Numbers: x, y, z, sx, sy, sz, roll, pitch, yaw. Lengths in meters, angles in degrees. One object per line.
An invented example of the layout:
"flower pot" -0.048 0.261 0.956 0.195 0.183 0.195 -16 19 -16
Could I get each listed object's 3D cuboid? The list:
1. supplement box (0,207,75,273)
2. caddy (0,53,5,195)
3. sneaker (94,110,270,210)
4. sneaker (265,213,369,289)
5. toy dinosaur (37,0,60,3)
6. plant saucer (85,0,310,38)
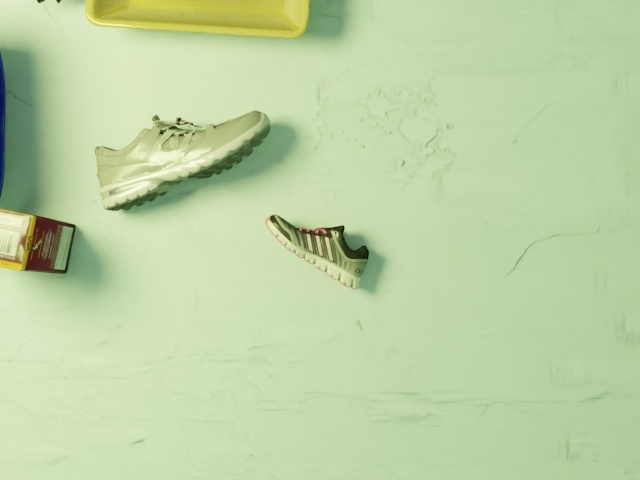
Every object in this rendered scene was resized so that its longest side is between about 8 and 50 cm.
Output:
"supplement box" -0.441 -0.001 1.493 0.104 0.188 0.080 12 88 5
"caddy" -0.575 -0.183 1.481 0.179 0.241 0.341 -2 80 -2
"sneaker" -0.212 -0.142 1.520 0.281 0.105 0.115 -21 87 4
"sneaker" 0.000 0.000 1.520 0.170 0.063 0.074 32 91 0
"toy dinosaur" -0.436 -0.484 1.481 0.164 0.322 0.218 6 74 -28
"plant saucer" -0.168 -0.469 1.541 0.333 0.081 0.332 5 89 5
